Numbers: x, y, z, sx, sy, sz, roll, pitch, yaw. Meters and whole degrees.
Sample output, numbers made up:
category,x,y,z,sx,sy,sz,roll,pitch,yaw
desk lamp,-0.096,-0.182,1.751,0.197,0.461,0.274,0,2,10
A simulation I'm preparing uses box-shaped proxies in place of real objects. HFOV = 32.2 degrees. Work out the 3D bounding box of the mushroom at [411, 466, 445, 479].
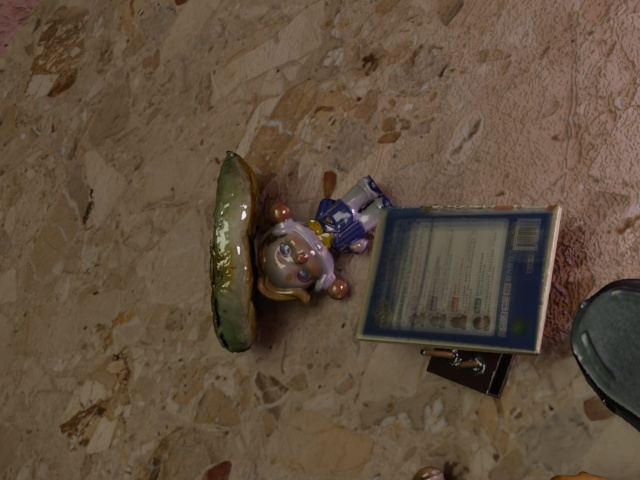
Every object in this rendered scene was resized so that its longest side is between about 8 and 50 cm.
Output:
category,x,y,z,sx,sy,sz,roll,pitch,yaw
mushroom,0.213,0.437,1.668,0.225,0.093,0.116,44,126,53

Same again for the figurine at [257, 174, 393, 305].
category,x,y,z,sx,sy,sz,roll,pitch,yaw
figurine,-0.004,-0.010,1.956,0.194,0.133,0.274,31,99,-2

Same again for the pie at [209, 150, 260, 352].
category,x,y,z,sx,sy,sz,roll,pitch,yaw
pie,-0.150,0.012,1.989,0.078,0.296,0.371,1,70,0

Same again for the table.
category,x,y,z,sx,sy,sz,roll,pitch,yaw
table,0.245,0.108,1.735,0.121,0.111,0.240,17,85,40

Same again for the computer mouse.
category,x,y,z,sx,sy,sz,roll,pitch,yaw
computer mouse,0.501,0.192,1.511,0.203,0.114,0.374,-56,43,11

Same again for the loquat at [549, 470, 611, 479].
category,x,y,z,sx,sy,sz,roll,pitch,yaw
loquat,0.347,0.432,1.489,0.238,0.193,0.238,-2,84,23

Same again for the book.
category,x,y,z,sx,sy,sz,roll,pitch,yaw
book,0.206,0.054,1.698,0.322,0.018,0.228,2,74,38
